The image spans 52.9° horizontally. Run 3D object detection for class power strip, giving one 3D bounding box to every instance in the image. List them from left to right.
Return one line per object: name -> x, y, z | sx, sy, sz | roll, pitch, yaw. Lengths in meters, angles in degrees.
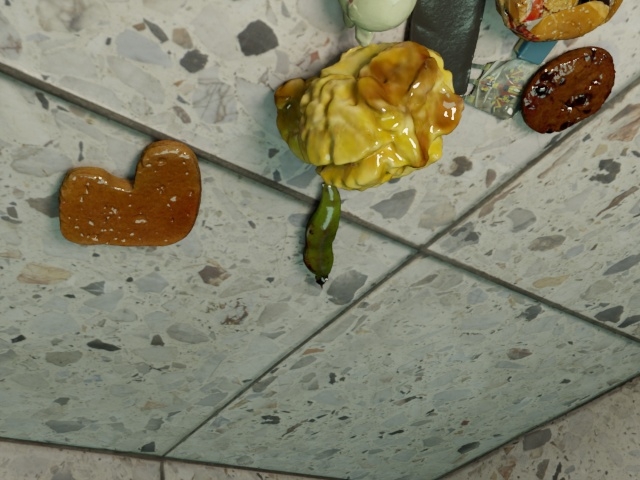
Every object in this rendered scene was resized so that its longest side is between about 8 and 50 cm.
power strip -> 0.395, -0.367, 1.127 | 0.056, 0.032, 0.123 | 8, 137, -23

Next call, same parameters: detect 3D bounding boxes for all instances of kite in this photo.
kite -> 0.303, -0.294, 1.207 | 0.245, 0.015, 0.141 | 4, 135, -20

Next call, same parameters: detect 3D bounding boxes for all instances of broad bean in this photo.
broad bean -> 0.000, 0.000, 1.454 | 0.077, 0.061, 0.339 | -10, 143, -13

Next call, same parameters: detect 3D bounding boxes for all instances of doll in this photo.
doll -> 0.095, -0.407, 0.931 | 0.113, 0.155, 0.275 | -27, 161, -48

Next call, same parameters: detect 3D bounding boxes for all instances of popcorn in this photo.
popcorn -> 0.067, -0.197, 1.068 | 0.332, 0.265, 0.225 | 4, 137, 24

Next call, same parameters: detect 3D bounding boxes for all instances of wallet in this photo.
wallet -> 0.209, -0.354, 1.092 | 0.124, 0.025, 0.244 | -5, 136, -6

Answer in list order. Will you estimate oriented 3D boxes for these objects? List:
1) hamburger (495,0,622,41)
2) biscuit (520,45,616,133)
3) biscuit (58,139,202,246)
hamburger -> 0.369, -0.413, 0.989 | 0.230, 0.107, 0.231 | -8, 132, -9
biscuit -> 0.474, -0.284, 1.229 | 0.191, 0.049, 0.192 | -11, 137, -11
biscuit -> -0.373, -0.093, 1.259 | 0.276, 0.052, 0.262 | -1, 135, -12
